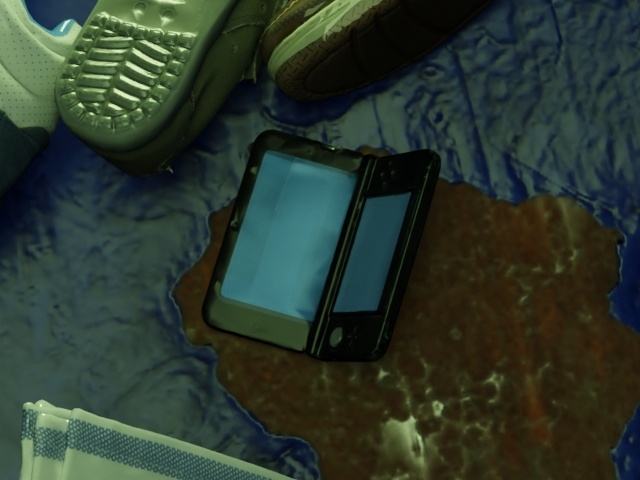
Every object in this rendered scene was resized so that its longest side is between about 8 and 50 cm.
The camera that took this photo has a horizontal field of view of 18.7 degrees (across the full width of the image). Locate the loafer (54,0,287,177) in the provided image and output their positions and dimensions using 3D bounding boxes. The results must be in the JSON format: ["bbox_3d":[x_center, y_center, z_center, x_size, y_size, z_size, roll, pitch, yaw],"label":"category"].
[{"bbox_3d":[-0.068,-0.139,1.107,0.094,0.087,0.251,24,64,18],"label":"loafer"}]

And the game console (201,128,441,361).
[{"bbox_3d":[0.000,0.000,1.081,0.071,0.107,0.122,22,78,-24],"label":"game console"}]

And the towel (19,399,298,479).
[{"bbox_3d":[-0.081,0.238,0.978,0.209,0.034,0.285,21,64,-30],"label":"towel"}]

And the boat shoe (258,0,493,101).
[{"bbox_3d":[0.062,-0.177,1.113,0.257,0.095,0.095,-33,69,-14],"label":"boat shoe"}]

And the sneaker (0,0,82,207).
[{"bbox_3d":[-0.287,-0.133,1.091,0.323,0.130,0.236,39,71,13],"label":"sneaker"}]
